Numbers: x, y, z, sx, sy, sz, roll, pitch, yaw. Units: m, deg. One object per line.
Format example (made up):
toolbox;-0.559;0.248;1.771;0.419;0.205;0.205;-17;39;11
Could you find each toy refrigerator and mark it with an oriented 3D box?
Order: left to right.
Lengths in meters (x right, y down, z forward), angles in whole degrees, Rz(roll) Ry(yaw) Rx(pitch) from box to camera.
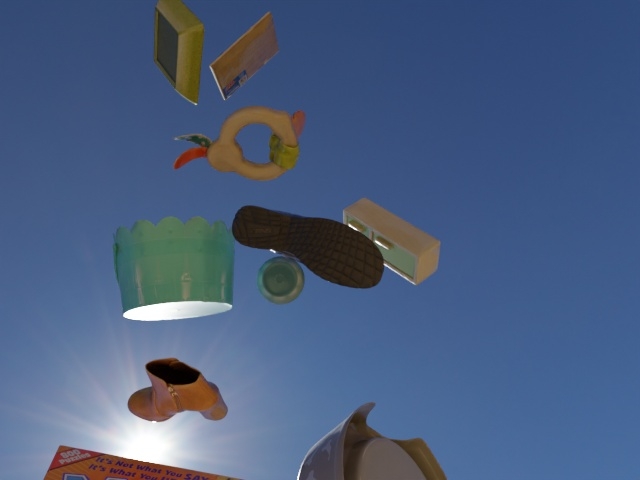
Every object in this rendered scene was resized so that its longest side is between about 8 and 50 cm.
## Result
toy refrigerator;0.180;-0.001;1.484;0.094;0.269;0.102;-31;-42;-29

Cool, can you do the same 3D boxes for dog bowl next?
dog bowl;0.096;0.412;0.782;0.102;0.349;0.349;-33;-56;20

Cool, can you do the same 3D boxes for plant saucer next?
plant saucer;-0.323;-0.427;1.238;0.045;0.188;0.188;-16;-39;-32
plant saucer;-0.098;0.095;1.360;0.119;0.021;0.120;0;-102;2

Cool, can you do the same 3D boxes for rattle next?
rattle;-0.132;-0.175;0.916;0.199;0.143;0.130;-9;-38;12

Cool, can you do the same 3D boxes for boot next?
boot;-0.378;0.351;1.345;0.294;0.104;0.211;-1;-42;19
boot;0.000;0.000;1.191;0.118;0.337;0.222;-69;-18;6

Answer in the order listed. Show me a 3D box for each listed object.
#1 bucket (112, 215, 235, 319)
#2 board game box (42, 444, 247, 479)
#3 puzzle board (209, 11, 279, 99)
bucket;-0.323;0.071;1.258;0.280;0.281;0.183;0;-106;-22
board game box;-0.308;0.598;0.852;0.355;0.356;0.357;16;-82;-13
puzzle board;-0.119;-0.292;0.889;0.128;0.011;0.096;-45;-13;-10
